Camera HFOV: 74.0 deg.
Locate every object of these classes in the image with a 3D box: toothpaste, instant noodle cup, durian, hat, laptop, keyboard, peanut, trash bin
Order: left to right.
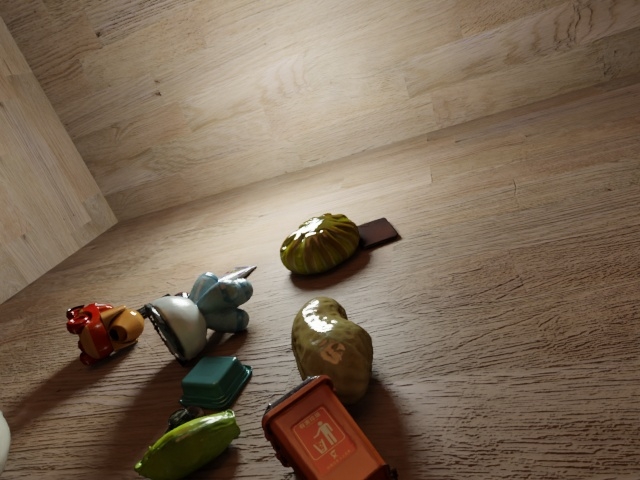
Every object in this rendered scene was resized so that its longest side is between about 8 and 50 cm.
[{"bbox_3d":[-0.736,0.296,1.791,0.230,0.025,0.093,-29,22,-20],"label":"keyboard"},{"bbox_3d":[-0.353,0.459,1.068,0.121,0.051,0.121,-18,26,9],"label":"hat"},{"bbox_3d":[-0.302,0.468,0.954,0.250,0.101,0.139,-26,-12,-13],"label":"durian"},{"bbox_3d":[-0.297,0.382,1.174,0.179,0.070,0.157,-9,24,29],"label":"instant noodle cup"},{"bbox_3d":[-0.382,0.165,1.743,0.113,0.073,0.299,-7,18,28],"label":"toothpaste"},{"bbox_3d":[0.018,0.394,0.775,0.161,0.185,0.238,-30,35,-21],"label":"trash bin"},{"bbox_3d":[0.025,0.253,1.058,0.192,0.170,0.387,-11,20,-9],"label":"peanut"},{"bbox_3d":[0.219,-0.030,1.717,0.153,0.026,0.207,-19,24,0],"label":"laptop"}]

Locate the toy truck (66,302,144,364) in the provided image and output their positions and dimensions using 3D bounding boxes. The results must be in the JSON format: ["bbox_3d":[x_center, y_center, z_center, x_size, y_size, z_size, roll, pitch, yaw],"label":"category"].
[{"bbox_3d":[-0.796,0.324,1.590,0.239,0.189,0.264,-21,20,-28],"label":"toy truck"}]

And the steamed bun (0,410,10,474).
[{"bbox_3d":[-0.939,0.573,1.033,0.308,0.310,0.309,-17,23,8],"label":"steamed bun"}]

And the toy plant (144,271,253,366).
[{"bbox_3d":[-0.369,0.224,1.397,0.332,0.247,0.247,-32,25,-30],"label":"toy plant"}]

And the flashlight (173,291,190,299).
[{"bbox_3d":[-0.493,0.268,1.584,0.092,0.093,0.232,-30,30,-22],"label":"flashlight"}]

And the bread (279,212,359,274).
[{"bbox_3d":[0.000,0.000,1.659,0.332,0.160,0.333,-16,25,8],"label":"bread"}]
